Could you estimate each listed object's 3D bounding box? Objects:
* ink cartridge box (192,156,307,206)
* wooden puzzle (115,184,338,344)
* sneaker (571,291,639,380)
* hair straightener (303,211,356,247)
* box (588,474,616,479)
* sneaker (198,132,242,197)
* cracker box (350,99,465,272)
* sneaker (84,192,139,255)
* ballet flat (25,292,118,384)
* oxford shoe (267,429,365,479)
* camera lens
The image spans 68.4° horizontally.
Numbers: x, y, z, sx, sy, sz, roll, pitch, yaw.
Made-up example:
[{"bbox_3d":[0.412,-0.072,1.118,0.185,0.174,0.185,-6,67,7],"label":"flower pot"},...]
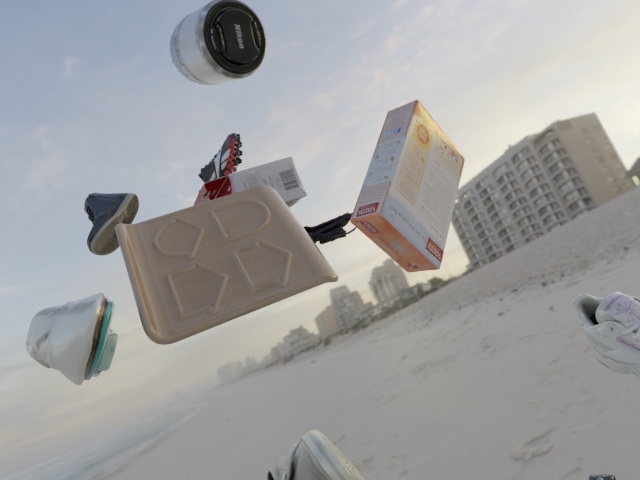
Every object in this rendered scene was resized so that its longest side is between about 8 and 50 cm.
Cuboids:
[{"bbox_3d":[-0.230,-0.116,1.443,0.272,0.129,0.309,-20,-3,-23],"label":"ink cartridge box"},{"bbox_3d":[-0.186,0.036,0.914,0.348,0.322,0.080,-17,-45,-21],"label":"wooden puzzle"},{"bbox_3d":[0.510,0.165,0.725,0.114,0.152,0.305,-40,13,-6],"label":"sneaker"},{"bbox_3d":[0.000,0.000,1.034,0.231,0.089,0.047,-18,-52,11],"label":"hair straightener"},{"bbox_3d":[0.448,0.493,0.704,0.045,0.184,0.191,-22,4,40],"label":"box"},{"bbox_3d":[-0.352,-0.253,1.641,0.135,0.275,0.097,11,-11,2],"label":"sneaker"},{"bbox_3d":[0.148,-0.086,0.759,0.067,0.232,0.156,-11,-41,45],"label":"cracker box"},{"bbox_3d":[-0.557,-0.043,1.189,0.118,0.222,0.083,5,-52,3],"label":"sneaker"},{"bbox_3d":[-0.424,0.172,0.801,0.139,0.139,0.400,-15,-11,-26],"label":"ballet flat"},{"bbox_3d":[-0.014,0.444,0.852,0.130,0.169,0.449,-35,-12,-24],"label":"oxford shoe"},{"bbox_3d":[-0.311,-0.591,1.425,0.220,0.219,0.274,-12,15,-36],"label":"camera lens"}]
